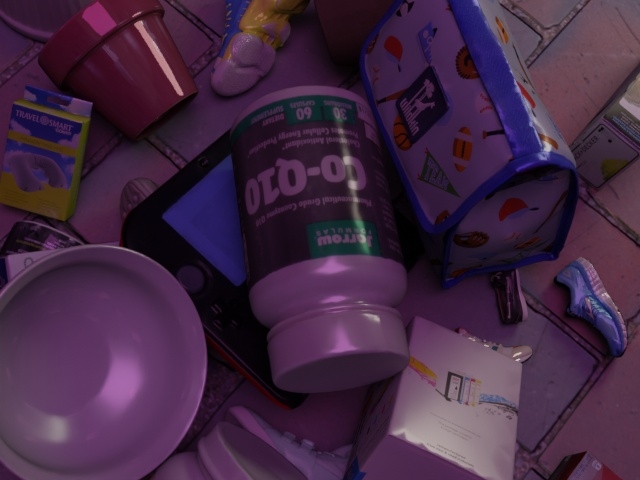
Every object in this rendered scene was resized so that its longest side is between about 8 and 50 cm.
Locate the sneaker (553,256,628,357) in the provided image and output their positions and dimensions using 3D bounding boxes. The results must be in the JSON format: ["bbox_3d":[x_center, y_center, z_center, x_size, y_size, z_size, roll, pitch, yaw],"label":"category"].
[{"bbox_3d":[0.414,0.110,1.382,0.073,0.063,0.162,-27,72,4],"label":"sneaker"}]

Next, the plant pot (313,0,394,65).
[{"bbox_3d":[0.112,-0.377,1.421,0.229,0.263,0.263,-15,73,7],"label":"plant pot"}]

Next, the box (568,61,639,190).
[{"bbox_3d":[0.525,-0.228,1.442,0.087,0.169,0.290,42,71,5],"label":"box"}]

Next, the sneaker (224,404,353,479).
[{"bbox_3d":[-0.012,0.307,1.257,0.256,0.094,0.151,42,46,23],"label":"sneaker"}]

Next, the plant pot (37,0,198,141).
[{"bbox_3d":[-0.289,-0.258,1.359,0.201,0.201,0.180,-41,96,-17],"label":"plant pot"}]

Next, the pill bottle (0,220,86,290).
[{"bbox_3d":[-0.417,0.106,1.245,0.131,0.130,0.245,21,71,1],"label":"pill bottle"}]

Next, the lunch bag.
[{"bbox_3d":[0.204,-0.151,1.242,0.239,0.385,0.327,-18,69,-2],"label":"lunch bag"}]

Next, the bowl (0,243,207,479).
[{"bbox_3d":[-0.300,0.153,1.106,0.298,0.134,0.297,2,86,-38],"label":"bowl"}]

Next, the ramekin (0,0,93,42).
[{"bbox_3d":[-0.416,-0.462,1.436,0.273,0.127,0.272,2,72,-6],"label":"ramekin"}]

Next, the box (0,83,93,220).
[{"bbox_3d":[-0.404,-0.128,1.319,0.109,0.042,0.178,16,110,-1],"label":"box"}]

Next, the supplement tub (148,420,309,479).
[{"bbox_3d":[-0.155,0.408,1.075,0.241,0.241,0.331,41,91,8],"label":"supplement tub"}]

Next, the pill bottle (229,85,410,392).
[{"bbox_3d":[0.000,0.000,1.163,0.204,0.204,0.360,-6,66,-8],"label":"pill bottle"}]

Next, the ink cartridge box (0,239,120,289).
[{"bbox_3d":[-0.309,0.115,1.216,0.224,0.045,0.223,-7,91,-38],"label":"ink cartridge box"}]

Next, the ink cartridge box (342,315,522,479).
[{"bbox_3d":[0.147,0.254,1.184,0.168,0.171,0.232,26,36,-2],"label":"ink cartridge box"}]

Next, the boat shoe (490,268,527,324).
[{"bbox_3d":[0.283,0.068,1.381,0.038,0.046,0.125,-10,81,-14],"label":"boat shoe"}]

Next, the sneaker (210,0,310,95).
[{"bbox_3d":[-0.120,-0.346,1.466,0.126,0.091,0.240,32,80,36],"label":"sneaker"}]

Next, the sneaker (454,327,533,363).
[{"bbox_3d":[0.235,0.161,1.336,0.161,0.057,0.075,-12,79,-7],"label":"sneaker"}]

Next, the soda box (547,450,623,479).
[{"bbox_3d":[0.313,0.420,1.241,0.083,0.092,0.263,40,72,6],"label":"soda box"}]

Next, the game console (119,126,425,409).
[{"bbox_3d":[-0.059,0.003,1.285,0.342,0.060,0.386,41,53,4],"label":"game console"}]

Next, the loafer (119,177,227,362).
[{"bbox_3d":[-0.181,0.036,1.318,0.111,0.112,0.319,-21,70,-47],"label":"loafer"}]
